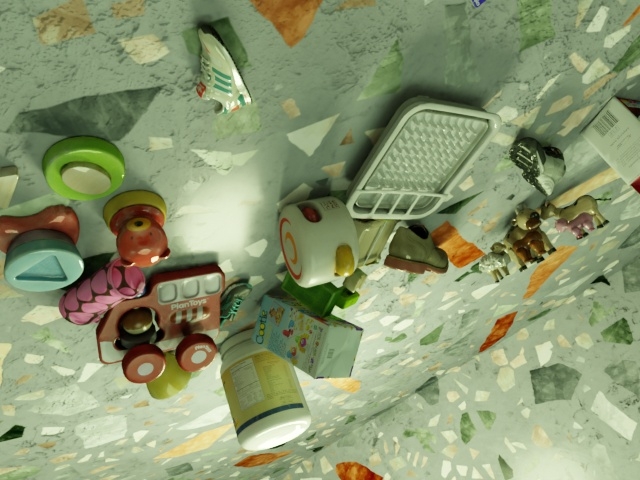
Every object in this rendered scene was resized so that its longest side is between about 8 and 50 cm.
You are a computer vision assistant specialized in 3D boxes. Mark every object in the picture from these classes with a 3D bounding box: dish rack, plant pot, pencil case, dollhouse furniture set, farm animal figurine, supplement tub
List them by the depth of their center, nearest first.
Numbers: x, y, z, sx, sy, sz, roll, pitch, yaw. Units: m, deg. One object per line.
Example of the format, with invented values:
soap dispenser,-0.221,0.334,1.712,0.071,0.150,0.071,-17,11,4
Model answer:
pencil case,-0.460,0.113,1.110,0.209,0.095,0.098,-27,115,34
dish rack,0.216,-0.183,1.178,0.285,0.072,0.333,0,141,-32
dollhouse furniture set,0.057,0.029,1.392,0.197,0.151,0.302,-14,135,-55
plant pot,-0.457,0.379,1.519,0.134,0.134,0.095,-22,123,-3
supplement tub,-0.180,0.453,1.614,0.228,0.316,0.228,-17,147,-11
farm animal figurine,0.677,-0.033,1.633,0.330,0.172,0.327,-19,161,-23

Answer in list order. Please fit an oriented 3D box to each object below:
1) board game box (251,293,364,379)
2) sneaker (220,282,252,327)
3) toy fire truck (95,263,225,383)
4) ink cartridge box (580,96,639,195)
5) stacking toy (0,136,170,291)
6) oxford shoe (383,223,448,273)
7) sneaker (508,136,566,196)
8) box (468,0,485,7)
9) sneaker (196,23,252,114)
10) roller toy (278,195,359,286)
board game box,-0.040,0.259,1.440,0.142,0.275,0.144,13,94,-45
sneaker,-0.239,0.177,1.399,0.166,0.076,0.065,-39,146,22
toy fire truck,-0.384,0.186,1.268,0.302,0.169,0.254,-8,120,-26
ink cartridge box,0.899,-0.231,1.370,0.309,0.272,0.130,-4,143,-30
stacking toy,-0.438,-0.022,0.925,0.308,0.130,0.279,-19,148,-9
oxford shoe,0.297,0.022,1.486,0.348,0.123,0.130,1,101,-62
sneaker,0.576,-0.213,1.366,0.108,0.100,0.271,-49,146,11
box,0.257,-0.459,0.801,0.137,0.072,0.126,-38,146,20
sneaker,-0.167,-0.259,0.826,0.075,0.057,0.161,-30,151,-2
roller toy,0.000,0.000,1.186,0.146,0.191,0.209,-13,175,-19
